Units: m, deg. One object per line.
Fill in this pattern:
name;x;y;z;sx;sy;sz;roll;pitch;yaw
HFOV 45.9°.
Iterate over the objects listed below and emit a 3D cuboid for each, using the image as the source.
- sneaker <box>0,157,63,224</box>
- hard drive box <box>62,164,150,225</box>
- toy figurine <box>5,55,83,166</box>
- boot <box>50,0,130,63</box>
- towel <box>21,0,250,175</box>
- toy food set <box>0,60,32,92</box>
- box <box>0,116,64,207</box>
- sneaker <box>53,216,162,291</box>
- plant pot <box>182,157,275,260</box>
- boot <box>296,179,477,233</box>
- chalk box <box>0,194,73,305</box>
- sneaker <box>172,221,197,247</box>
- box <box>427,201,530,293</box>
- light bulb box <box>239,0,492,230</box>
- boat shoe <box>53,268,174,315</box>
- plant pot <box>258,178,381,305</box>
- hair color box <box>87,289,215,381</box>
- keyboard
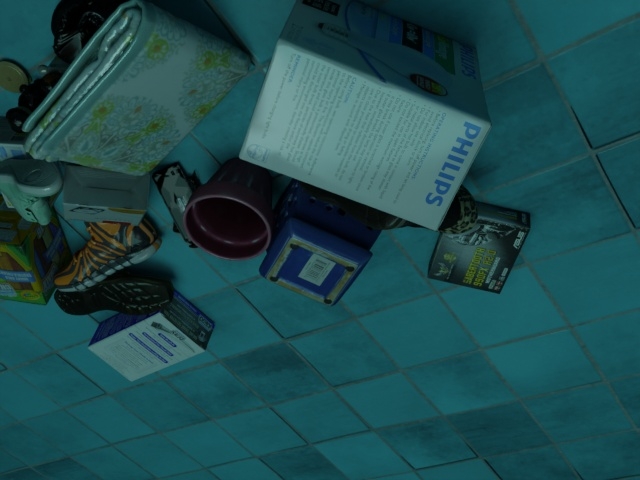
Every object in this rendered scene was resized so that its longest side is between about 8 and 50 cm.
sneaker;-0.617;-0.102;1.680;0.255;0.094;0.151;11;140;42
hard drive box;-0.493;-0.099;1.734;0.181;0.089;0.232;4;172;-16
toy figurine;-0.541;-0.279;1.633;0.209;0.148;0.213;-29;121;35
boot;-0.465;-0.407;1.447;0.246;0.207;0.094;-22;125;31
towel;-0.353;-0.277;1.465;0.374;0.320;0.090;-40;71;21
toy food set;-0.686;-0.362;1.678;0.083;0.020;0.083;-17;128;27
box;-0.705;-0.180;1.802;0.114;0.103;0.203;4;134;9
sneaker;-0.581;0.001;1.940;0.321;0.125;0.180;-26;119;11
plant pot;-0.190;-0.085;1.716;0.201;0.180;0.201;7;135;7
boot;0.130;-0.124;1.591;0.284;0.377;0.138;6;111;-42
chalk box;-0.785;0.047;1.991;0.180;0.179;0.289;6;135;9
sneaker;-0.291;0.001;1.897;0.188;0.078;0.067;33;132;-19
box;0.366;0.015;1.767;0.182;0.056;0.231;13;135;0
light bulb box;0.083;-0.249;1.344;0.360;0.358;0.225;20;123;-7
boat shoe;-0.557;0.123;2.056;0.323;0.120;0.123;-1;126;7
plant pot;0.000;0.000;1.732;0.235;0.212;0.236;25;135;-9
hair color box;-0.494;0.279;2.200;0.338;0.110;0.185;-24;123;34
keyboard;-0.320;-0.096;1.820;0.100;0.038;0.192;-21;111;5
